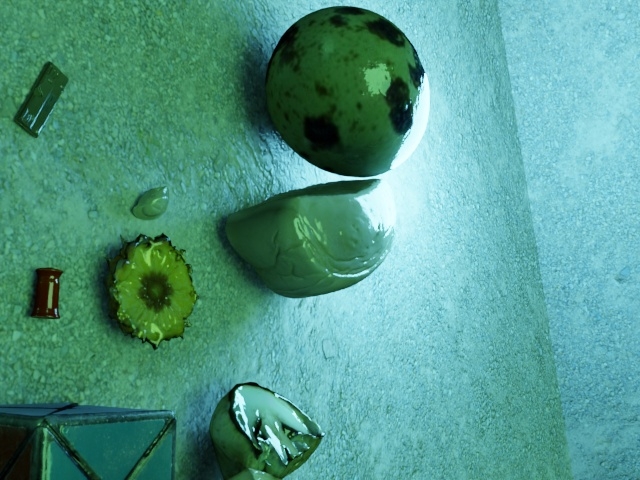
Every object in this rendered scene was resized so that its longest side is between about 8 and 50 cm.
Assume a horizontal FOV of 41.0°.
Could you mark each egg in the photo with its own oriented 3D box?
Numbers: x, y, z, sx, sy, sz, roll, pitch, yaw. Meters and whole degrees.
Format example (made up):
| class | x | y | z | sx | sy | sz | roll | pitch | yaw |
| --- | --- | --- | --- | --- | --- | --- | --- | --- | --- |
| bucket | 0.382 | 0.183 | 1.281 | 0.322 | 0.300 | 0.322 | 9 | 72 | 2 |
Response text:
| class | x | y | z | sx | sy | sz | roll | pitch | yaw |
| --- | --- | --- | --- | --- | --- | --- | --- | --- | --- |
| egg | 0.066 | -0.309 | 1.865 | 0.428 | 0.345 | 0.345 | 53 | 47 | -50 |

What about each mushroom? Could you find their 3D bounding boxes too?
| class | x | y | z | sx | sy | sz | roll | pitch | yaw |
| --- | --- | --- | --- | --- | --- | --- | --- | --- | --- |
| mushroom | -0.133 | 0.396 | 1.682 | 0.189 | 0.164 | 0.267 | 45 | 16 | 14 |

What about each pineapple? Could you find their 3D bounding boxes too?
| class | x | y | z | sx | sy | sz | roll | pitch | yaw |
| --- | --- | --- | --- | --- | --- | --- | --- | --- | --- |
| pineapple | -0.313 | 0.090 | 1.547 | 0.225 | 0.076 | 0.225 | 13 | 73 | -52 |

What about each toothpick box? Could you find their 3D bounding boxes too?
| class | x | y | z | sx | sy | sz | roll | pitch | yaw |
| --- | --- | --- | --- | --- | --- | --- | --- | --- | --- |
| toothpick box | -0.445 | 0.086 | 1.397 | 0.047 | 0.047 | 0.083 | 15 | 74 | -51 |

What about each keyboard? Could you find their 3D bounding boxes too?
| class | x | y | z | sx | sy | sz | roll | pitch | yaw |
| --- | --- | --- | --- | --- | --- | --- | --- | --- | --- |
| keyboard | -0.464 | -0.236 | 1.430 | 0.049 | 0.015 | 0.129 | 49 | 50 | -45 |

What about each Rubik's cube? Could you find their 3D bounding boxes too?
| class | x | y | z | sx | sy | sz | roll | pitch | yaw |
| --- | --- | --- | --- | --- | --- | --- | --- | --- | --- |
| Rubik's cube | -0.385 | 0.373 | 1.277 | 0.260 | 0.254 | 0.259 | 6 | 83 | -53 |

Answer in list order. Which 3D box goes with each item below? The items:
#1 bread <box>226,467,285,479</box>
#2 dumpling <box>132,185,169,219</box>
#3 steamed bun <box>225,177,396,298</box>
| class | x | y | z | sx | sy | sz | roll | pitch | yaw |
| --- | --- | --- | --- | --- | --- | --- | --- | --- | --- |
| bread | -0.141 | 0.549 | 1.607 | 0.239 | 0.246 | 0.111 | 38 | 26 | -44 |
| dumpling | -0.310 | -0.065 | 1.596 | 0.059 | 0.043 | 0.077 | 83 | 27 | -43 |
| steamed bun | -0.001 | 0.004 | 1.824 | 0.383 | 0.247 | 0.236 | -20 | 101 | -53 |
